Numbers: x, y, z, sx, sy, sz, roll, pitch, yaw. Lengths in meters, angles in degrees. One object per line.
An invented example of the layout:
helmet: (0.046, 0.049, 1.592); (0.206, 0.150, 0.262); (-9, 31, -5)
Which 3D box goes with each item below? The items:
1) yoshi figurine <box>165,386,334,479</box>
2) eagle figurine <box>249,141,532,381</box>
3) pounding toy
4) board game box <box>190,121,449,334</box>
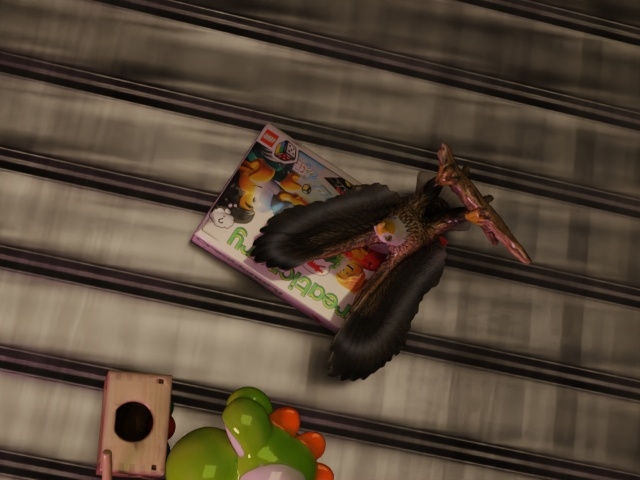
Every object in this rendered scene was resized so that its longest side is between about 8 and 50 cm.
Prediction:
yoshi figurine: (-0.077, 0.361, 1.775); (0.203, 0.203, 0.362); (-27, 104, -25)
eagle figurine: (0.085, 0.009, 1.872); (0.298, 0.225, 0.226); (-37, 43, 12)
pounding toy: (-0.233, 0.273, 1.789); (0.094, 0.181, 0.206); (6, 77, -10)
board game box: (0.000, 0.000, 1.957); (0.305, 0.053, 0.193); (33, 75, -3)
